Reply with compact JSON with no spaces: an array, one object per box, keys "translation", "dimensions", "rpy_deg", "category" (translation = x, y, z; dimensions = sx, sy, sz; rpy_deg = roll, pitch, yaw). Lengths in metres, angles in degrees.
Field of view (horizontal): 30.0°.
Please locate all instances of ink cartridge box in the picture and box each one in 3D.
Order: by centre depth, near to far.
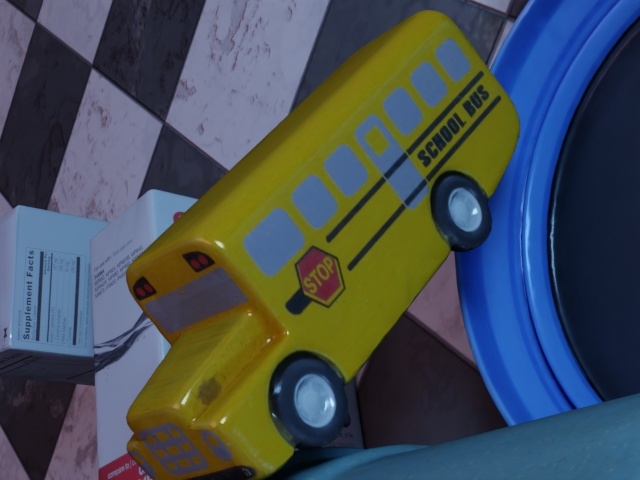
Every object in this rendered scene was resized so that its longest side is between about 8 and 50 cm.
[{"translation":[-0.079,0.112,1.002],"dimensions":[0.114,0.197,0.273],"rpy_deg":[-35,54,43],"category":"ink cartridge box"}]

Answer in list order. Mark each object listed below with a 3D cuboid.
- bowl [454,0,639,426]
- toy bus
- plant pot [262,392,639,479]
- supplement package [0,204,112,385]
[{"translation":[0.237,-0.030,0.705],"dimensions":[0.391,0.077,0.391],"rpy_deg":[-19,66,51],"category":"bowl"},{"translation":[0.000,0.000,0.723],"dimensions":[0.108,0.130,0.333],"rpy_deg":[-23,19,49],"category":"toy bus"},{"translation":[0.114,0.220,0.538],"dimensions":[0.334,0.341,0.341],"rpy_deg":[-36,52,49],"category":"plant pot"},{"translation":[-0.209,0.065,1.156],"dimensions":[0.139,0.244,0.134],"rpy_deg":[-23,63,49],"category":"supplement package"}]
